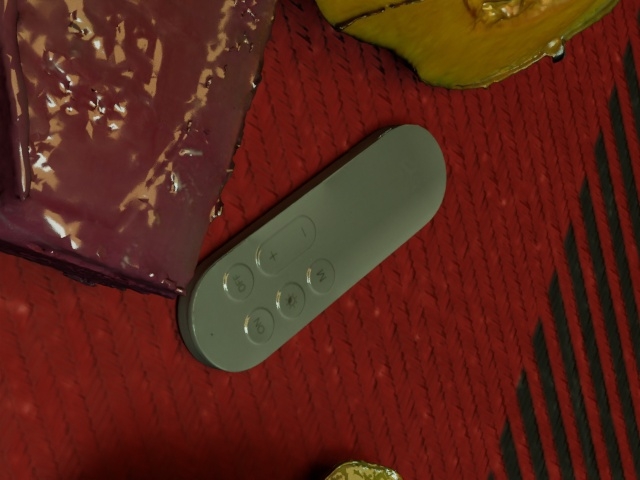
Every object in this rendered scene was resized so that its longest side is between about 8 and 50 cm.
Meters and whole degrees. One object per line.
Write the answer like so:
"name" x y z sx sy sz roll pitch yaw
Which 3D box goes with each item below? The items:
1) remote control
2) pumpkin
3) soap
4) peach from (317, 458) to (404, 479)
"remote control" 0.000 0.000 0.938 0.245 0.022 0.077 -38 117 -33
"pumpkin" 0.087 -0.174 0.971 0.278 0.163 0.111 -25 64 -23
"soap" -0.122 -0.130 0.772 0.182 0.112 0.289 26 73 -42
"peach" 0.019 0.190 0.941 0.077 0.050 0.083 20 67 -16
